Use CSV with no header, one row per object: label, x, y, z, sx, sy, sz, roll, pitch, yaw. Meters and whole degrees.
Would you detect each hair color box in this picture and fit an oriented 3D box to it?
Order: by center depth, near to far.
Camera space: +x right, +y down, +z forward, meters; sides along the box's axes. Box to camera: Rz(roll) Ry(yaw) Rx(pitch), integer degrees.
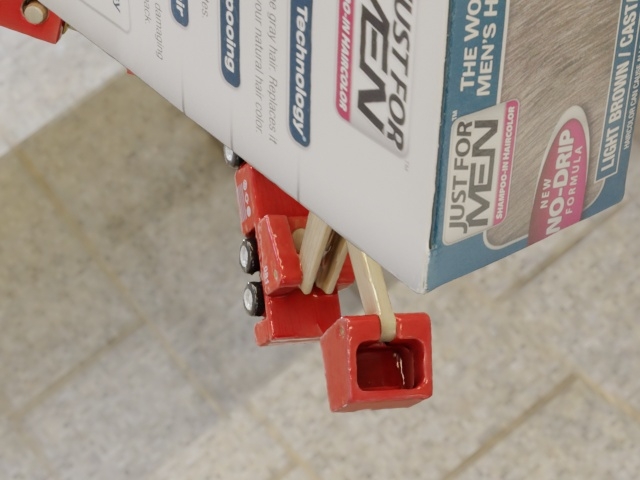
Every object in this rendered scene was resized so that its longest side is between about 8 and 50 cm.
hair color box,-0.027,-0.146,0.627,0.347,0.105,0.174,39,140,40

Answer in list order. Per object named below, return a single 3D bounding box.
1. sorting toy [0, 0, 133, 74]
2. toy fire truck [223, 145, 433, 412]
sorting toy,-0.146,-0.246,1.151,0.257,0.089,0.255,20,125,0
toy fire truck,0.000,0.000,0.831,0.135,0.047,0.192,146,119,-63
